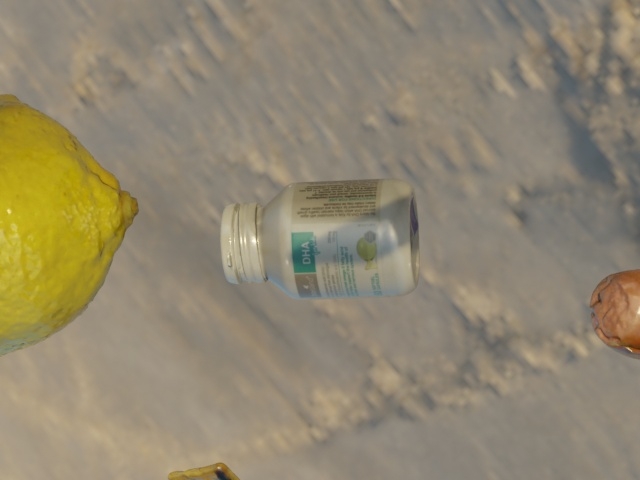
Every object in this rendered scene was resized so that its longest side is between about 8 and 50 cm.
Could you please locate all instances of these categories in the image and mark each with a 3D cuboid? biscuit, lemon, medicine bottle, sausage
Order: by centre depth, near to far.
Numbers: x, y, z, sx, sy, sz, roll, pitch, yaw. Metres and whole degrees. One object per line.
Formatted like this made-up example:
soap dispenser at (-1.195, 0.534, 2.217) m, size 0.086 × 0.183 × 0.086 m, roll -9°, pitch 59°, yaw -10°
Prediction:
lemon at (-0.343, -0.011, 1.717) m, size 0.268 × 0.322 × 0.268 m, roll -12°, pitch -90°, yaw -78°
sausage at (0.419, 0.099, 1.735) m, size 0.419 × 0.094 × 0.094 m, roll 14°, pitch -166°, yaw -43°
biscuit at (-0.116, 0.276, 1.920) m, size 0.081 × 0.018 × 0.083 m, roll -17°, pitch 129°, yaw 35°
medicine bottle at (0.000, 0.000, 1.969) m, size 0.135 × 0.215 × 0.135 m, roll -2°, pitch -90°, yaw -82°
